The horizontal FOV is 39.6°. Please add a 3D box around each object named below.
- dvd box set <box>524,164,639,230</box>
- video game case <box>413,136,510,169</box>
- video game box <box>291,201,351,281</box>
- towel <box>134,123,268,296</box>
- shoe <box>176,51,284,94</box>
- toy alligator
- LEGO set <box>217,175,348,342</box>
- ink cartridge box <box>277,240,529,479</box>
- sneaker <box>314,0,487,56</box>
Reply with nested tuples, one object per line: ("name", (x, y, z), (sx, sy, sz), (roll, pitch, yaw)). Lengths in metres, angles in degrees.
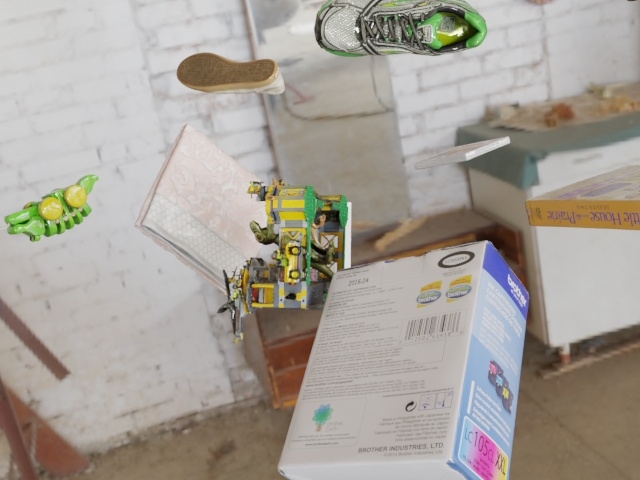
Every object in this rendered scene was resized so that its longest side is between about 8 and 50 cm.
("dvd box set", (0.640, -0.087, 1.673), (0.308, 0.062, 0.420), (-18, 11, -26))
("video game case", (0.366, -0.225, 2.309), (0.173, 0.022, 0.190), (-23, 10, -36))
("video game box", (0.000, 0.000, 2.120), (0.048, 0.205, 0.187), (-8, 14, -39))
("towel", (-0.265, -0.074, 2.188), (0.053, 0.332, 0.316), (-14, 46, 46))
("shoe", (-0.163, -0.293, 1.610), (0.219, 0.076, 0.058), (9, -15, 28))
("toy alligator", (-0.345, -0.024, 1.101), (0.056, 0.051, 0.190), (-6, 23, 47))
("LEGO set", (-0.080, 0.018, 1.489), (0.192, 0.254, 0.331), (1, 7, 15))
("ink cartridge box", (0.131, 0.164, 1.240), (0.270, 0.151, 0.395), (-13, 47, 35))
("sneaker", (0.156, -0.418, 1.708), (0.344, 0.134, 0.146), (-7, 21, -10))
